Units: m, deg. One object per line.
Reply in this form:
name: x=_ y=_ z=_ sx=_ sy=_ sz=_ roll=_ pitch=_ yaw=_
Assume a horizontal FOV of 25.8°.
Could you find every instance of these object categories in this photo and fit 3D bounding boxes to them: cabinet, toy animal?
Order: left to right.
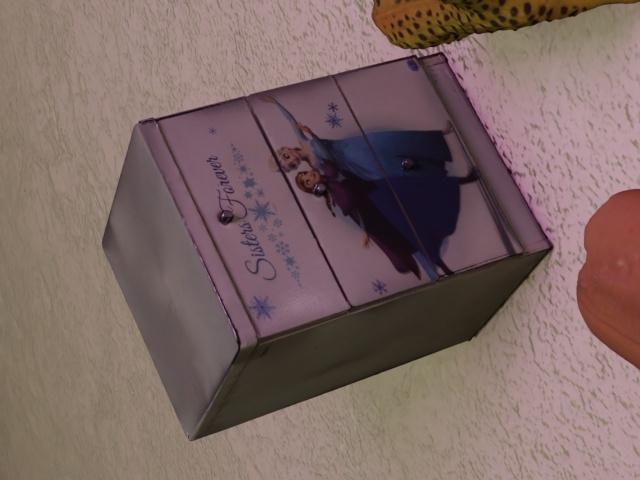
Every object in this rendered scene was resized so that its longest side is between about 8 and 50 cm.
cabinet: x=0.000 y=0.000 z=0.837 sx=0.145 sy=0.206 sz=0.150 roll=63 pitch=153 yaw=20
toy animal: x=0.070 y=-0.131 z=0.692 sx=0.181 sy=0.136 sz=0.073 roll=9 pitch=114 yaw=64

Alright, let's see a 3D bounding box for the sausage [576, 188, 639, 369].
sausage: x=0.212 y=0.055 z=0.579 sx=0.289 sy=0.086 sz=0.086 roll=33 pitch=135 yaw=53
